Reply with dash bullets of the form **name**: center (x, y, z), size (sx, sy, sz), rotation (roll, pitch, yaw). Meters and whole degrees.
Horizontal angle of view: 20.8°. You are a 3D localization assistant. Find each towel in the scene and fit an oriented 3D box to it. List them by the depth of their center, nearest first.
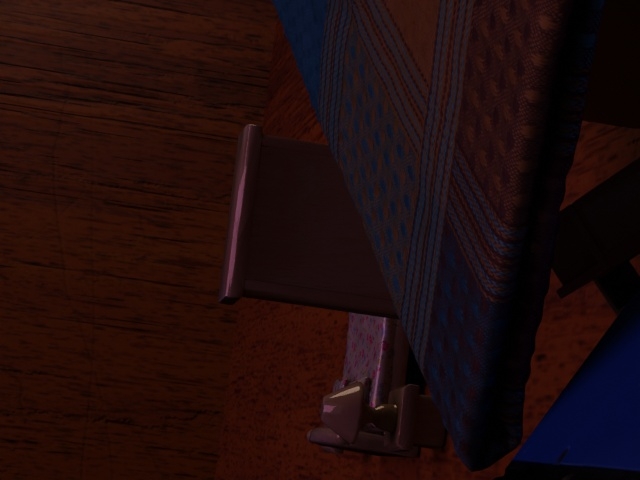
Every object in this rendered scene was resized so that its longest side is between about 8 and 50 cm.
- **towel**: center (0.037, -0.122, 0.765), size (0.370, 0.040, 0.271), rotation (-111, 20, -47)

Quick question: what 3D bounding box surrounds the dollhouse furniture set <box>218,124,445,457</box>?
- **dollhouse furniture set**: center (0.000, 0.000, 1.299), size (0.355, 0.174, 0.303), rotation (144, 134, -77)

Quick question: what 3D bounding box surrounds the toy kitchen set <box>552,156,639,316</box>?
- **toy kitchen set**: center (0.152, 0.000, 0.772), size (0.075, 0.083, 0.068), rotation (-38, 82, 42)

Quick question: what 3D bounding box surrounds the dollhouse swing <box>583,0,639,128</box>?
- **dollhouse swing**: center (0.176, -0.286, 0.837), size (0.315, 0.305, 0.347), rotation (-38, -17, -31)

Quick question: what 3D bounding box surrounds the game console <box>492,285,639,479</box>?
- **game console**: center (0.177, 0.108, 0.570), size (0.250, 0.173, 0.293), rotation (-51, 5, -11)
